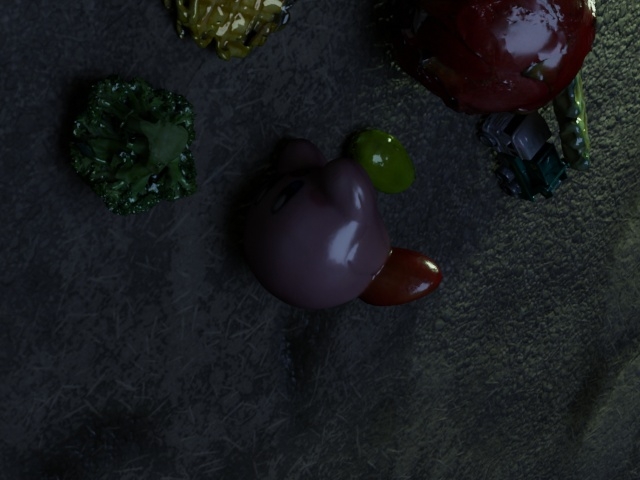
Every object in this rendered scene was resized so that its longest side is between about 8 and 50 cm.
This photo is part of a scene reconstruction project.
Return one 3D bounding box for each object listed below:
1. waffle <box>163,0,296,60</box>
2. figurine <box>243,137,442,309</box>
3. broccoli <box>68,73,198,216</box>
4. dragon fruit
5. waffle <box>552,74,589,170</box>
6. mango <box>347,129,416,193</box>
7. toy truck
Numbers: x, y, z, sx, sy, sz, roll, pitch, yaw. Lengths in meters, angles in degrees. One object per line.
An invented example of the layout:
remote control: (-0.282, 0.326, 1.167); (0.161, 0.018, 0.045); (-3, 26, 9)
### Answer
waffle: (-0.104, -0.389, 1.569); (0.262, 0.060, 0.280); (-41, 134, -21)
figurine: (0.000, 0.008, 1.752); (0.211, 0.270, 0.261); (-44, 126, -11)
broccoli: (-0.237, -0.126, 1.518); (0.195, 0.156, 0.195); (7, 76, -30)
dragon fruit: (0.261, -0.339, 1.790); (0.302, 0.295, 0.295); (7, 107, -16)
waffle: (0.423, -0.278, 2.011); (0.309, 0.056, 0.291); (-65, 143, -64)
mango: (0.108, -0.125, 1.901); (0.165, 0.074, 0.091); (23, 92, -48)
toy truck: (0.383, -0.157, 2.117); (0.110, 0.116, 0.216); (-49, 136, -13)
